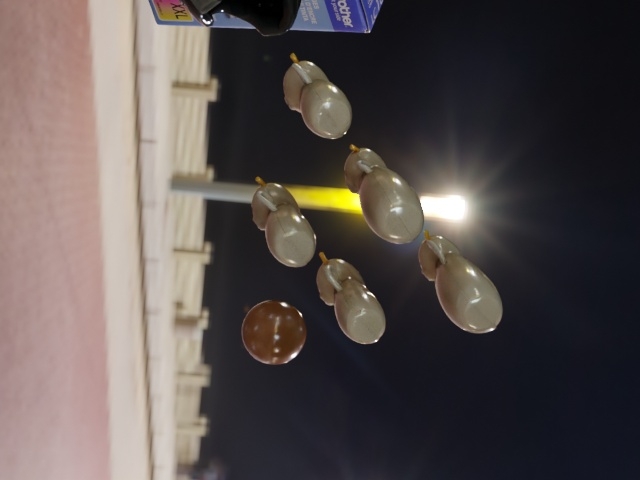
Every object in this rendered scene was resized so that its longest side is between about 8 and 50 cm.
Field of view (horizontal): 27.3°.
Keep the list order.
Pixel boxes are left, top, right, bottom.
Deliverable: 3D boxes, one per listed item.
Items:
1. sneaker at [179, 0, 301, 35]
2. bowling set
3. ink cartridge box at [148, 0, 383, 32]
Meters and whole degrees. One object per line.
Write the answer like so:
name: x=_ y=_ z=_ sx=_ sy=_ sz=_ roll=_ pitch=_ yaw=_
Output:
sneaker: x=-0.116 y=-0.275 z=1.179 sx=0.102 sy=0.293 sz=0.146 roll=-27 pitch=-126 yaw=36
bowling set: x=0.000 y=0.000 z=1.127 sx=0.287 sy=0.200 sz=0.154 roll=54 pitch=3 yaw=-21
ink cartridge box: x=-0.031 y=-0.434 z=1.865 sx=0.151 sy=0.396 sz=0.270 roll=70 pitch=34 yaw=-46
